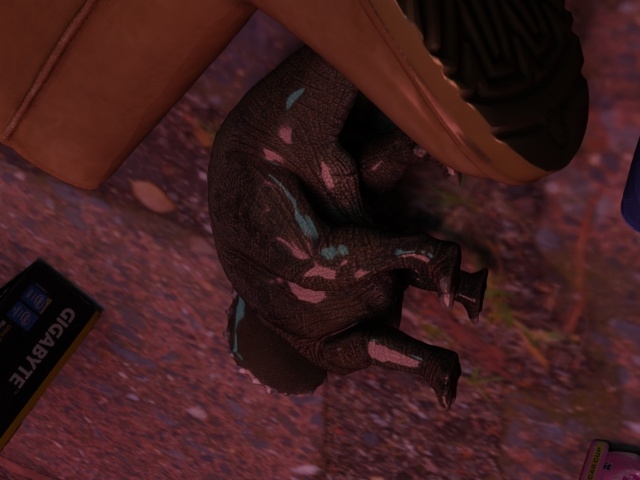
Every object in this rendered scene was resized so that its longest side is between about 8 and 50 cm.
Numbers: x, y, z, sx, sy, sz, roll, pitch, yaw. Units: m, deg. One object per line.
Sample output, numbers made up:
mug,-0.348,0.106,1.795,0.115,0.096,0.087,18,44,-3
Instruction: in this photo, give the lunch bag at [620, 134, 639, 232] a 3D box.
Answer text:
lunch bag,0.178,-0.032,0.397,0.098,0.067,0.065,19,144,13

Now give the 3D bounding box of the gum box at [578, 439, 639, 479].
gum box,0.192,0.230,0.676,0.062,0.107,0.188,15,142,20

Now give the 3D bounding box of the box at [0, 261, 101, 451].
box,-0.340,0.183,0.808,0.079,0.322,0.257,42,142,-15

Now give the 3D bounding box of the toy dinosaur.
toy dinosaur,0.000,0.000,0.520,0.160,0.121,0.313,7,142,19

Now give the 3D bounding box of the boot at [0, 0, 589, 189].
boot,-0.049,-0.085,0.422,0.269,0.089,0.236,-30,93,49
